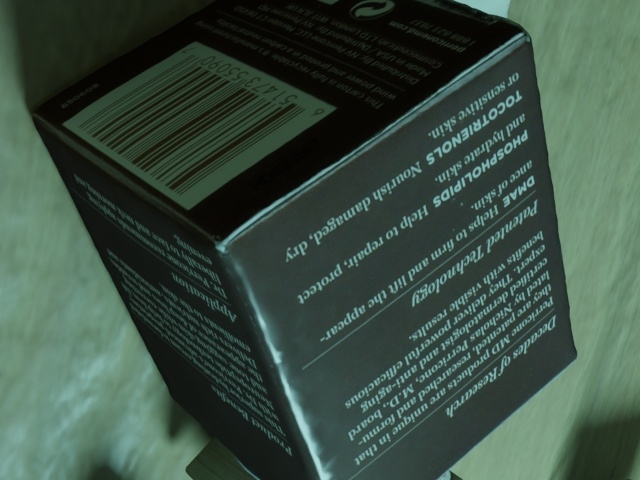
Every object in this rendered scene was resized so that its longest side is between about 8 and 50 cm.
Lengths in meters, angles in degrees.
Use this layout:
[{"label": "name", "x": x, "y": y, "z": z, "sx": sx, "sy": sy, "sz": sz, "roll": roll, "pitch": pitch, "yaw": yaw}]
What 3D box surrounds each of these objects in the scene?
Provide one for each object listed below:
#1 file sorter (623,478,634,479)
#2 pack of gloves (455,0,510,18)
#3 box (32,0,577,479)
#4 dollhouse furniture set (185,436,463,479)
[{"label": "file sorter", "x": 0.285, "y": 0.307, "z": 1.084, "sx": 0.170, "sy": 0.104, "sz": 0.118, "roll": 2, "pitch": 106, "yaw": -49}, {"label": "pack of gloves", "x": 0.059, "y": -0.067, "z": 0.696, "sx": 0.232, "sy": 0.046, "sz": 0.195, "roll": -17, "pitch": 121, "yaw": -44}, {"label": "box", "x": 0.000, "y": 0.000, "z": 0.545, "sx": 0.167, "sy": 0.168, "sz": 0.203, "roll": -36, "pitch": 132, "yaw": -21}, {"label": "dollhouse furniture set", "x": 0.053, "y": 0.232, "z": 0.704, "sx": 0.355, "sy": 0.174, "sz": 0.303, "roll": -47, "pitch": 137, "yaw": -16}]
